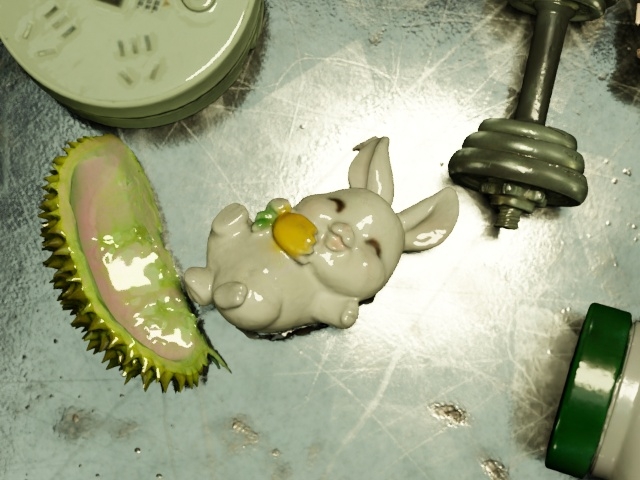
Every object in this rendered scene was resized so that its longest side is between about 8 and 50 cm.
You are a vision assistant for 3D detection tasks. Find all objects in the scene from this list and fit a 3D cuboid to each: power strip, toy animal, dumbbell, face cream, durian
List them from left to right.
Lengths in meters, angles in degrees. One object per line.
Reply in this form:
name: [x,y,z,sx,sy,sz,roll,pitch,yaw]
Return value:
durian: [-0.248,0.031,1.612,0.169,0.158,0.352,-22,81,-14]
power strip: [-0.250,-0.318,1.632,0.357,0.161,0.357,0,85,0]
toy animal: [0.001,0.006,1.615,0.325,0.154,0.208,-37,64,-23]
dumbbell: [0.272,-0.211,1.616,0.179,0.179,0.406,13,86,1]
face cream: [0.460,0.221,1.536,0.357,0.219,0.312,16,48,11]

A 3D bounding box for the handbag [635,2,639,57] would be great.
handbag: [0.492,-0.266,1.623,0.205,0.179,0.116,11,92,2]
